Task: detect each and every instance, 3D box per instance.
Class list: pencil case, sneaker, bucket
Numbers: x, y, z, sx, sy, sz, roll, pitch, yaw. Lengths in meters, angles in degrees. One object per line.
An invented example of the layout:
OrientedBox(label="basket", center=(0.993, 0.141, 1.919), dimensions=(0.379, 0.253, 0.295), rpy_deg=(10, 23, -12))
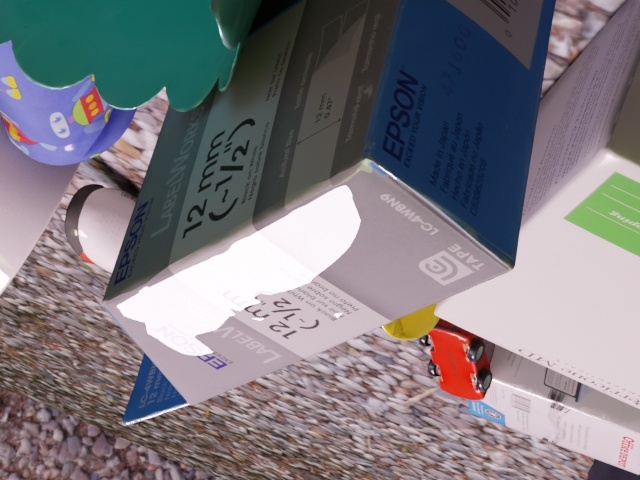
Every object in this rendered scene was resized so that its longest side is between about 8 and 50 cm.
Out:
OrientedBox(label="pencil case", center=(-0.215, -0.171, 1.157), dimensions=(0.306, 0.133, 0.119), rpy_deg=(80, 164, -67))
OrientedBox(label="sneaker", center=(-0.154, 0.021, 1.645), dimensions=(0.145, 0.090, 0.270), rpy_deg=(11, 161, 31))
OrientedBox(label="bucket", center=(-0.132, -0.217, 0.838), dimensions=(0.281, 0.183, 0.281), rpy_deg=(22, 162, 8))

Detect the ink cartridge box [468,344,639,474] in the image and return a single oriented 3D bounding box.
OrientedBox(label="ink cartridge box", center=(0.248, 0.153, 1.512), dimensions=(0.191, 0.082, 0.139), rpy_deg=(18, 159, 15))

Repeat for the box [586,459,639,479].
OrientedBox(label="box", center=(0.546, 0.419, 1.545), dimensions=(0.480, 0.297, 0.472), rpy_deg=(28, 163, -10))

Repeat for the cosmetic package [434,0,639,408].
OrientedBox(label="cosmetic package", center=(0.226, -0.020, 0.972), dimensions=(0.197, 0.155, 0.365), rpy_deg=(24, 160, -2))

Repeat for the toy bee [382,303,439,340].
OrientedBox(label="toy bee", center=(0.042, -0.041, 1.135), dimensions=(0.162, 0.298, 0.195), rpy_deg=(-20, 132, 13))

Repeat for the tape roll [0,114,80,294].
OrientedBox(label="tape roll", center=(-0.334, -0.071, 1.377), dimensions=(0.169, 0.246, 0.246), rpy_deg=(32, 160, -18))

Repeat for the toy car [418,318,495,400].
OrientedBox(label="toy car", center=(0.131, 0.037, 1.359), dimensions=(0.239, 0.053, 0.225), rpy_deg=(48, 145, -15))

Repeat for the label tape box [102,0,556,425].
OrientedBox(label="label tape box", center=(-0.027, -0.055, 0.900), dimensions=(0.115, 0.249, 0.348), rpy_deg=(35, 141, -29))
